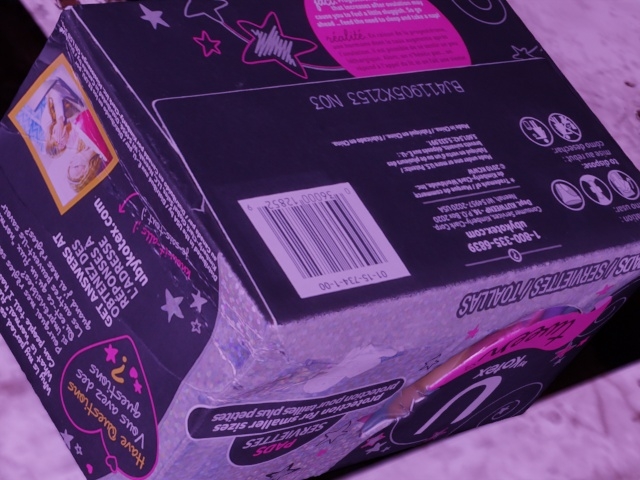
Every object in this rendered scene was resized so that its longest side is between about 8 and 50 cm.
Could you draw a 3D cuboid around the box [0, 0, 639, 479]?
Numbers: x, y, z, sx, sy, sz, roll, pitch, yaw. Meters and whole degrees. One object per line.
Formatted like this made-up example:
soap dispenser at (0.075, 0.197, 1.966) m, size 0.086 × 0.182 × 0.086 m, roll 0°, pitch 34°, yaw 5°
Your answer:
box at (0.000, 0.000, 0.798) m, size 0.247 × 0.142 × 0.163 m, roll -11°, pitch 58°, yaw -43°
